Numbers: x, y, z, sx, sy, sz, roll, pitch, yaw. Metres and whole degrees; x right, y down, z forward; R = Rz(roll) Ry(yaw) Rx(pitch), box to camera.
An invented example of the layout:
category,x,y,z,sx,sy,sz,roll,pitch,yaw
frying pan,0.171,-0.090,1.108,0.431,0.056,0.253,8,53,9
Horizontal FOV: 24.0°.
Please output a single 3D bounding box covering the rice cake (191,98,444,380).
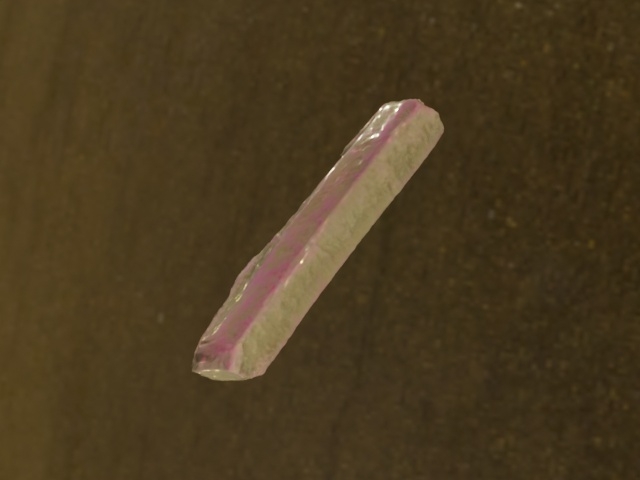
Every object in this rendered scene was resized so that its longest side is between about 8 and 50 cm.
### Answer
category,x,y,z,sx,sy,sz,roll,pitch,yaw
rice cake,0.000,0.000,0.843,0.206,0.036,0.047,-51,18,-21
